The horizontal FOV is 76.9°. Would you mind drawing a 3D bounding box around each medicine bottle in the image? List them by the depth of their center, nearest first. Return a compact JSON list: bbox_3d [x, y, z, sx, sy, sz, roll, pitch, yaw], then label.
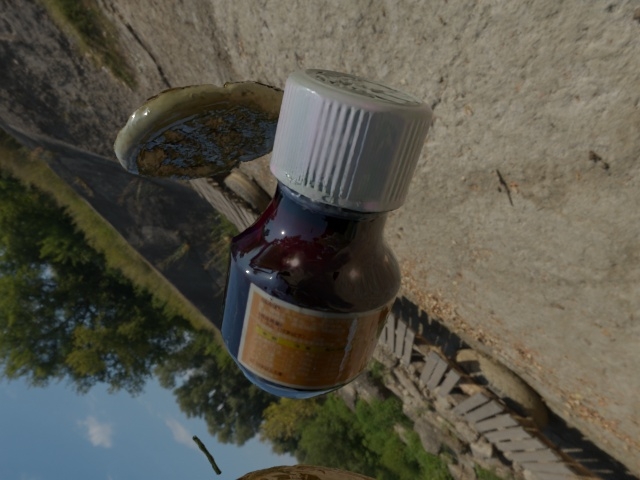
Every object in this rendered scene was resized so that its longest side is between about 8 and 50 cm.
[{"bbox_3d":[0.000,0.000,0.521,0.242,0.242,0.395,37,130,31],"label":"medicine bottle"}]

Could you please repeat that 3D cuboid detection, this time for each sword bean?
[{"bbox_3d":[-0.207,0.391,0.736,0.083,0.012,0.012,48,164,14],"label":"sword bean"}]

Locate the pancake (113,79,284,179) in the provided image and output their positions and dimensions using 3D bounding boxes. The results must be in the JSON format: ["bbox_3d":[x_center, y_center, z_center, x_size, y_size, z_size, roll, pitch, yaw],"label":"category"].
[{"bbox_3d":[-0.224,-0.216,0.857,0.382,0.382,0.071,139,111,-74],"label":"pancake"}]

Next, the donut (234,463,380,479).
[{"bbox_3d":[0.046,0.379,0.363,0.448,0.198,0.449,24,176,2],"label":"donut"}]
